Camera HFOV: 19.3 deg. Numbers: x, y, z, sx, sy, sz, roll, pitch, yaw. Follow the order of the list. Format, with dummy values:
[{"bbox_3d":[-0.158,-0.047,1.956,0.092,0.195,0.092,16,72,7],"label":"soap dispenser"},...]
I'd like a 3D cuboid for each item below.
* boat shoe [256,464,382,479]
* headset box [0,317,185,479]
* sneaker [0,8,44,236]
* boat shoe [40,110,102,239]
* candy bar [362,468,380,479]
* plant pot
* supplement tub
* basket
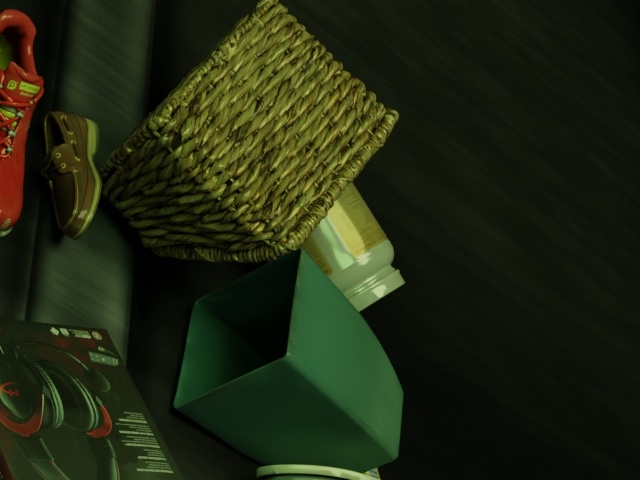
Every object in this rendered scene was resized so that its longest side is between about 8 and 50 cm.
[{"bbox_3d":[0.058,0.334,2.128,0.319,0.116,0.099,26,65,-32],"label":"boat shoe"},{"bbox_3d":[-0.253,0.217,1.782,0.218,0.110,0.293,10,39,-47],"label":"headset box"},{"bbox_3d":[-0.348,-0.136,2.010,0.107,0.118,0.279,23,46,-38],"label":"sneaker"},{"bbox_3d":[-0.284,-0.074,2.093,0.060,0.064,0.178,25,38,-30],"label":"boat shoe"},{"bbox_3d":[0.063,0.295,2.250,0.040,0.018,0.161,12,53,-46],"label":"candy bar"},{"bbox_3d":[-0.017,0.163,2.138,0.234,0.166,0.165,42,36,-31],"label":"plant pot"},{"bbox_3d":[0.000,0.000,2.303,0.199,0.144,0.144,58,34,3],"label":"supplement tub"},{"bbox_3d":[-0.095,-0.097,2.192,0.223,0.213,0.299,44,47,-8],"label":"basket"}]
